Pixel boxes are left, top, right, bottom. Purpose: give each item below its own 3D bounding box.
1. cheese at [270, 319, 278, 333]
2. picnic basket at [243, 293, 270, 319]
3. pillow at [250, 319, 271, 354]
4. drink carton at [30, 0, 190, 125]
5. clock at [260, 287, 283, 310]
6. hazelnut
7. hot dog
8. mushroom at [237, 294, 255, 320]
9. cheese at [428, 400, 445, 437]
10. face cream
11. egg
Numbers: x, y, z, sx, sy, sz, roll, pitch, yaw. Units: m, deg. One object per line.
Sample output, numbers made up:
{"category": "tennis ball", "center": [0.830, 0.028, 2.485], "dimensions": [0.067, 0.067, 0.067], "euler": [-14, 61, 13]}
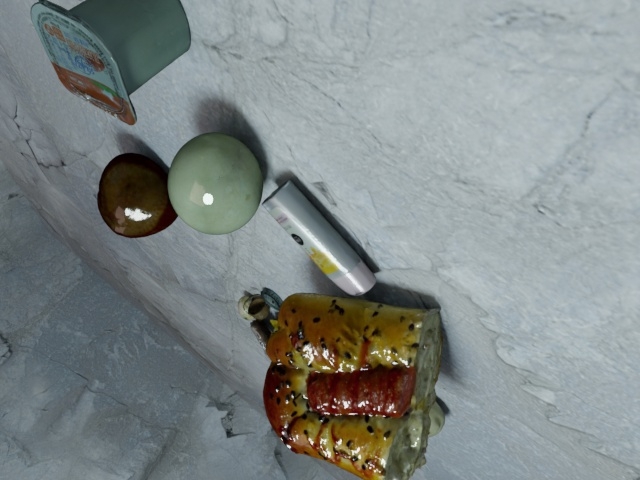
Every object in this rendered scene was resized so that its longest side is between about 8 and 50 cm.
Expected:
{"category": "cheese", "center": [-0.064, 0.345, 1.651], "dimensions": [0.270, 0.069, 0.177], "euler": [51, 153, -18]}
{"category": "picnic basket", "center": [-0.200, 0.201, 1.624], "dimensions": [0.072, 0.072, 0.083], "euler": [16, 153, 42]}
{"category": "pillow", "center": [-0.184, 0.317, 1.710], "dimensions": [0.135, 0.049, 0.248], "euler": [57, 174, 4]}
{"category": "drink carton", "center": [-0.328, -0.337, 0.874], "dimensions": [0.186, 0.189, 0.191], "euler": [33, 151, 20]}
{"category": "clock", "center": [-0.144, 0.177, 1.572], "dimensions": [0.085, 0.017, 0.085], "euler": [32, 151, 20]}
{"category": "hazelnut", "center": [-0.492, -0.125, 1.421], "dimensions": [0.230, 0.229, 0.229], "euler": [32, 152, 20]}
{"category": "hot dog", "center": [0.039, 0.285, 1.094], "dimensions": [0.366, 0.366, 0.196], "euler": [10, -178, 36]}
{"category": "mushroom", "center": [-0.231, 0.217, 1.695], "dimensions": [0.083, 0.068, 0.083], "euler": [165, 90, -83]}
{"category": "cheese", "center": [0.217, 0.450, 1.394], "dimensions": [0.159, 0.093, 0.263], "euler": [40, 155, -7]}
{"category": "face cream", "center": [0.000, 0.000, 1.058], "dimensions": [0.269, 0.073, 0.107], "euler": [47, 161, -12]}
{"category": "egg", "center": [-0.208, -0.110, 1.047], "dimensions": [0.187, 0.186, 0.253], "euler": [36, 153, 13]}
